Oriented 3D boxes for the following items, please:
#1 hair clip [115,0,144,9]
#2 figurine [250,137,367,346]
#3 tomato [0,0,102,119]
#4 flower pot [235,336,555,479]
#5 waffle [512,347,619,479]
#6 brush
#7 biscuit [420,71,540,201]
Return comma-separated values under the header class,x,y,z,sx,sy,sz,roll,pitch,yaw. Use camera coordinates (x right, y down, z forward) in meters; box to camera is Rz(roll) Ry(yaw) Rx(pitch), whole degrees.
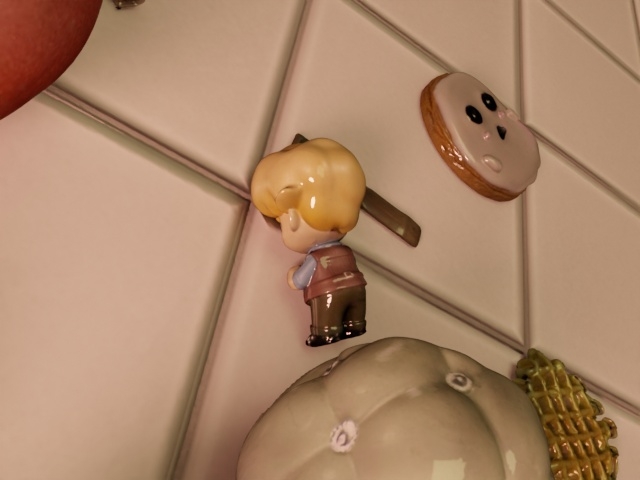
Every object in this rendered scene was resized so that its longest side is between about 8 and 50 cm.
class,x,y,z,sx,sy,sz,roll,pitch,yaw
hair clip,-0.271,-0.279,0.646,0.226,0.034,0.072,10,59,-36
figurine,0.000,0.000,0.674,0.114,0.108,0.196,-10,90,-31
tomato,-0.276,-0.211,0.407,0.322,0.321,0.321,19,55,-30
flower pot,0.051,0.197,0.492,0.246,0.246,0.195,40,47,-14
waffle,0.284,0.222,0.805,0.183,0.036,0.169,46,43,-11
brush,0.047,-0.058,0.780,0.190,0.027,0.034,37,50,-18
biscuit,0.229,-0.150,0.966,0.208,0.049,0.181,44,45,-13
